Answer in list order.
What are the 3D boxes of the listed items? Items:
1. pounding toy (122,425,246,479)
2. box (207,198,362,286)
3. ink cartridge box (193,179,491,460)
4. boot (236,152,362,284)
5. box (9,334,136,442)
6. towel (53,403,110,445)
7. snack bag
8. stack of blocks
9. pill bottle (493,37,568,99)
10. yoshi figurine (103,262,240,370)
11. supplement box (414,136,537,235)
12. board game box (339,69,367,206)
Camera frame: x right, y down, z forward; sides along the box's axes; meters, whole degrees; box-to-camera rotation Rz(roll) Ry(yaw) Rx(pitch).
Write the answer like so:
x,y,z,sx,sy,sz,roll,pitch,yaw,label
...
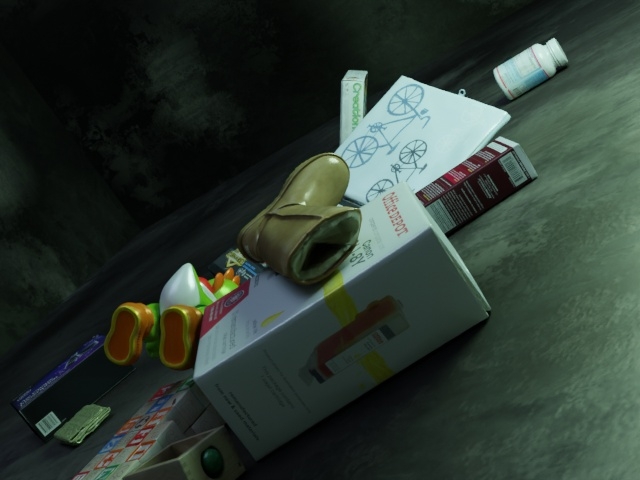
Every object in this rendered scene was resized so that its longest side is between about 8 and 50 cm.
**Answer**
x,y,z,sx,sy,sz,roll,pitch,yaw,label
-0.170,0.325,1.264,0.141,0.100,0.130,-24,2,32,pounding toy
-0.062,0.020,1.959,0.293,0.073,0.295,-42,27,-9,box
0.022,0.101,1.380,0.385,0.160,0.279,-33,16,7,ink cartridge box
0.000,-0.036,1.387,0.236,0.089,0.269,-49,18,-11,boot
-0.583,0.341,2.227,0.261,0.103,0.184,-40,11,-22,box
-0.503,0.390,2.000,0.110,0.027,0.148,-43,16,-29,towel
0.184,-0.186,1.934,0.323,0.037,0.342,-49,42,-11,snack bag
-0.259,0.331,1.442,0.171,0.087,0.297,-23,17,43,stack of blocks
0.496,-0.407,2.237,0.160,0.087,0.087,-29,14,22,pill bottle
-0.214,0.174,1.645,0.203,0.203,0.362,-41,-10,16,yoshi figurine
0.255,-0.086,1.700,0.239,0.073,0.130,-33,12,4,supplement box
0.075,-0.226,2.171,0.053,0.305,0.193,2,17,5,board game box
